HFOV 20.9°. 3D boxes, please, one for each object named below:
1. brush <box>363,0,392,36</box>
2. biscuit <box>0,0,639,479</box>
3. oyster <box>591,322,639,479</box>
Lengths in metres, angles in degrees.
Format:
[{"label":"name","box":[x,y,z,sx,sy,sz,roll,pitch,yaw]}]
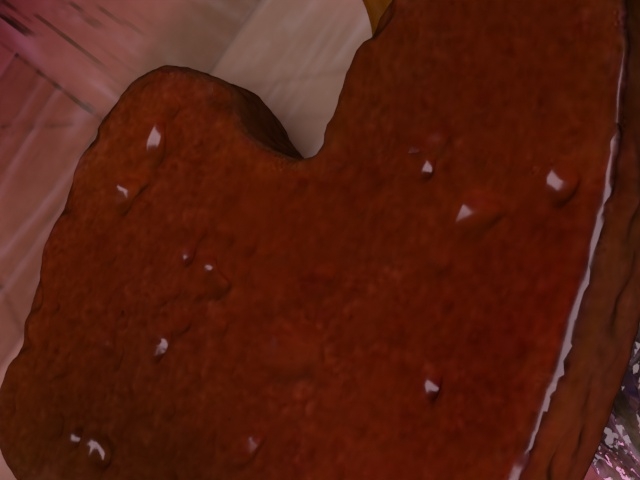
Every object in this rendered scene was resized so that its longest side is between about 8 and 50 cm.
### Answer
[{"label":"brush","box":[0.027,-0.117,0.723,0.103,0.013,0.272,-24,75,13]},{"label":"biscuit","box":[0.001,0.000,0.663,0.277,0.052,0.262,6,81,40]},{"label":"oyster","box":[0.139,0.041,0.645,0.125,0.064,0.177,16,77,5]}]
